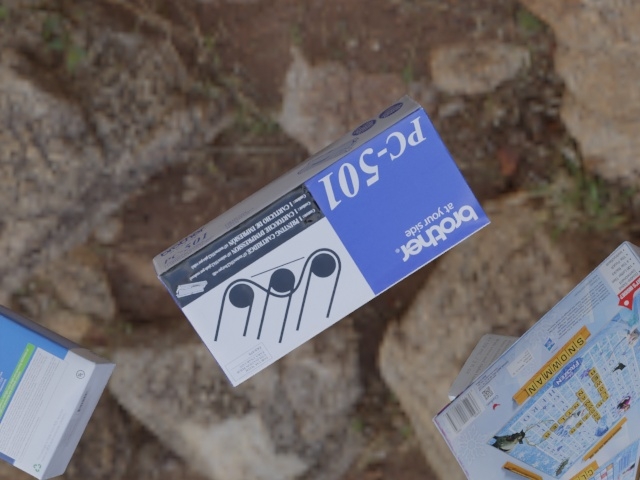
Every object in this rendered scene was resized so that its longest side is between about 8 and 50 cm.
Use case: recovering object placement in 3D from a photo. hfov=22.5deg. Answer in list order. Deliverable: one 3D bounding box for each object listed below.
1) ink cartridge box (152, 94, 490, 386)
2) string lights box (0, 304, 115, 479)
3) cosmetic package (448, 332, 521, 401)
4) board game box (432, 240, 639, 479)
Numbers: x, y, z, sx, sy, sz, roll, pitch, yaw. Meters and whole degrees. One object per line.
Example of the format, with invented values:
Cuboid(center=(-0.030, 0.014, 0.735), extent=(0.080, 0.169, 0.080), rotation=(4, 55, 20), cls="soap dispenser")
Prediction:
Cuboid(center=(0.000, 0.000, 1.083), extent=(0.207, 0.046, 0.097), rotation=(-32, 109, -1), cls="ink cartridge box")
Cuboid(center=(-0.361, 0.128, 1.666), extent=(0.260, 0.133, 0.077), rotation=(27, -179, 10), cls="string lights box")
Cuboid(center=(0.290, 0.193, 2.021), extent=(0.231, 0.117, 0.085), rotation=(3, 137, 41), cls="cosmetic package")
Cuboid(center=(0.315, 0.221, 1.761), extent=(0.319, 0.318, 0.066), rotation=(-45, 141, 20), cls="board game box")
